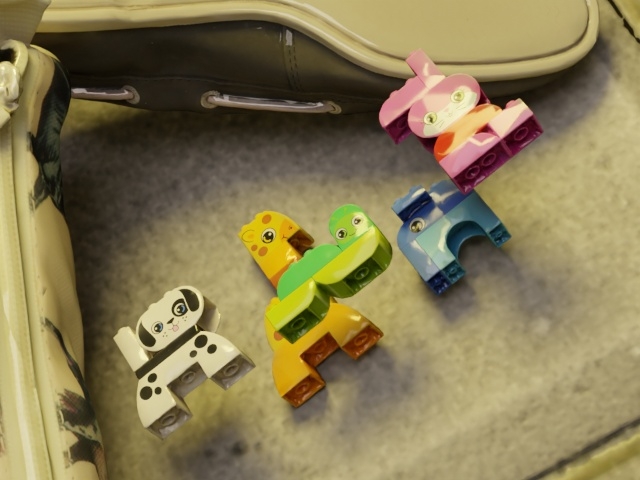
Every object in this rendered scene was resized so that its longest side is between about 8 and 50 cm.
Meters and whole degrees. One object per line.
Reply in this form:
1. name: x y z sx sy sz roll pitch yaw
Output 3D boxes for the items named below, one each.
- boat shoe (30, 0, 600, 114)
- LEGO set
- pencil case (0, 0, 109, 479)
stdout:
1. boat shoe: -0.030 -0.119 0.871 0.335 0.095 0.112 4 69 -6
2. LEGO set: 0.000 0.000 0.823 0.227 0.087 0.093 -39 57 3
3. pencil case: -0.160 0.098 0.745 0.160 0.183 0.410 -1 65 -31
